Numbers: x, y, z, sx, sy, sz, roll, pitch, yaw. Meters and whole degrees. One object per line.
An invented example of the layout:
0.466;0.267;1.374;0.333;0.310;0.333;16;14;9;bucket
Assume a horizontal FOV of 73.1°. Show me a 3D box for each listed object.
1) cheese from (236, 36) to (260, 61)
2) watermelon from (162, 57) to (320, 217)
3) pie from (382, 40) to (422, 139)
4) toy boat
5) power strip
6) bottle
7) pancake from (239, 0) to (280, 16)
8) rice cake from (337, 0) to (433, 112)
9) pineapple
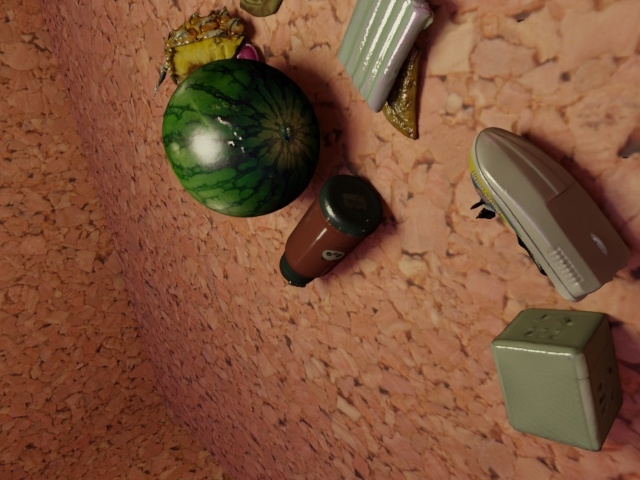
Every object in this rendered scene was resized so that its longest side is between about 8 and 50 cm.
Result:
-0.184;-0.450;1.060;0.095;0.038;0.145;-22;86;50;cheese
-0.169;-0.217;0.936;0.363;0.363;0.364;25;127;39;watermelon
0.145;-0.274;0.785;0.092;0.034;0.170;27;133;34;pie
0.317;-0.042;0.642;0.269;0.140;0.141;50;139;21;toy boat
0.387;0.239;0.697;0.139;0.140;0.225;-5;105;48;power strip
0.000;0.000;1.004;0.144;0.143;0.336;55;140;12;bottle
-0.143;-0.613;0.935;0.211;0.029;0.235;-23;93;50;pancake
0.104;-0.359;0.751;0.198;0.037;0.190;-55;50;49;rice cake
-0.329;-0.492;1.095;0.334;0.158;0.161;-23;76;58;pineapple
